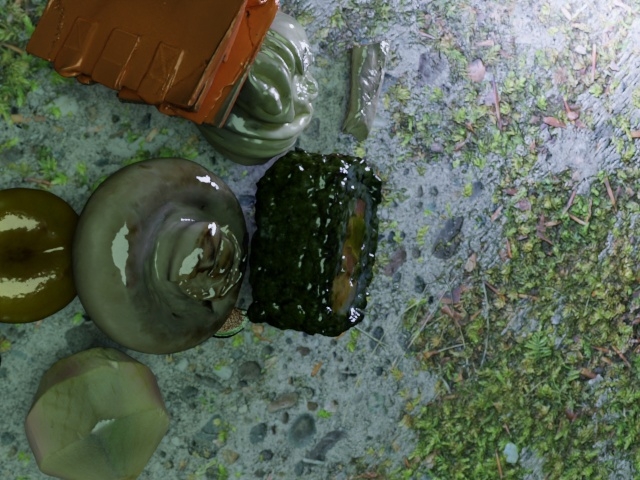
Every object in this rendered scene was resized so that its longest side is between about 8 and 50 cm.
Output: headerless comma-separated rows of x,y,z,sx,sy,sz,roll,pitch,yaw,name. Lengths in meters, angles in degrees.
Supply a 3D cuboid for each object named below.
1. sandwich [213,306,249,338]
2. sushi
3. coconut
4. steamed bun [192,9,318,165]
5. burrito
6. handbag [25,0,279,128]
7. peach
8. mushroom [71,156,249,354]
-0.194,0.164,1.716,0.101,0.026,0.069,-34,99,-18,sandwich
0.000,0.000,1.640,0.294,0.178,0.351,-4,101,-64,sushi
-0.401,0.336,1.546,0.259,0.259,0.259,-1,93,-20,coconut
-0.143,-0.296,1.582,0.275,0.206,0.320,-22,106,21,steamed bun
0.093,-0.324,1.776,0.087,0.060,0.226,11,88,-25,burrito
-0.294,-0.382,1.481,0.303,0.410,0.116,-65,153,-4,handbag
-0.544,0.027,1.514,0.251,0.153,0.251,1,88,-36,peach
-0.260,0.030,1.516,0.362,0.295,0.362,-10,103,-52,mushroom
